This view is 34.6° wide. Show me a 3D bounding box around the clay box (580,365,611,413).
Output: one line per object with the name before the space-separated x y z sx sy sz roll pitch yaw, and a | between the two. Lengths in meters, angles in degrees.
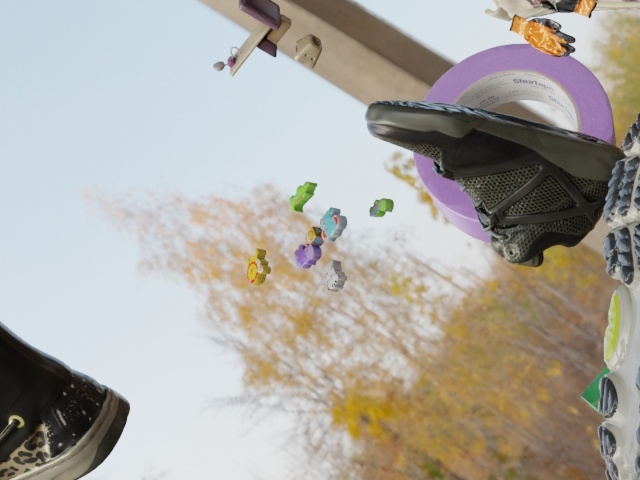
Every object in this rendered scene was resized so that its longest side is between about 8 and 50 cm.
clay box | 0.297 0.064 0.709 0.222 0.053 0.127 -49 -57 1

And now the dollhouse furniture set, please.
dollhouse furniture set | -0.058 -0.200 0.962 0.081 0.091 0.114 -45 33 33

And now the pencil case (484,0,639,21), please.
pencil case | 0.412 -0.360 1.298 0.160 0.410 0.183 26 -107 -55

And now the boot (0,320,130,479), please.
boot | -0.265 0.105 0.673 0.236 0.178 0.085 -24 34 25

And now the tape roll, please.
tape roll | 0.272 -0.135 1.442 0.274 0.275 0.090 -55 -27 -5

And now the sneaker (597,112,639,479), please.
sneaker | 0.219 0.023 0.560 0.107 0.110 0.275 -150 63 -77

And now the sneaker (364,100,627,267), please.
sneaker | 0.140 -0.048 0.892 0.087 0.228 0.130 -109 34 -75

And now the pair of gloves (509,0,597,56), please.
pair of gloves | 0.234 -0.228 1.045 0.010 0.074 0.083 -47 -18 -40

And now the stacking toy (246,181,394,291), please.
stacking toy | 0.000 0.000 1.642 0.167 0.052 0.221 7 -44 -33
